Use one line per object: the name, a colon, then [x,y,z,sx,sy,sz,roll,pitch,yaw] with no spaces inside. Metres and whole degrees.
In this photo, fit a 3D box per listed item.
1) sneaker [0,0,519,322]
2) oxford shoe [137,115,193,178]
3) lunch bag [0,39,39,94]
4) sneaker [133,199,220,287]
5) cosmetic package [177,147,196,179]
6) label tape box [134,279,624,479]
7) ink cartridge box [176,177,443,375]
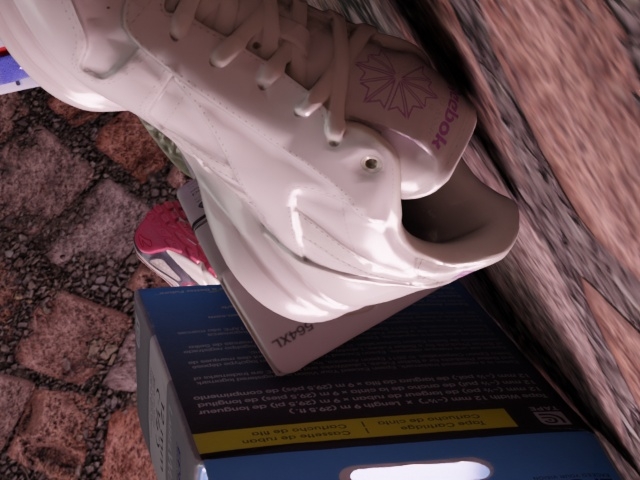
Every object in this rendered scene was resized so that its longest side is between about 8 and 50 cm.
sneaker: [-0.022,-0.080,0.666,0.305,0.152,0.114,46,-131,-38]
oxford shoe: [-0.162,-0.256,1.423,0.449,0.169,0.130,60,-147,-27]
lunch bag: [-0.228,-0.217,1.197,0.115,0.303,0.243,83,172,-49]
sneaker: [-0.102,0.074,1.435,0.121,0.112,0.299,60,180,36]
cosmetic package: [0.000,0.000,1.358,0.224,0.138,0.224,59,180,-30]
label tape box: [0.022,0.134,1.017,0.347,0.249,0.115,-124,34,-64]
ink cartridge box: [-0.004,-0.011,1.038,0.086,0.148,0.203,60,177,-21]
